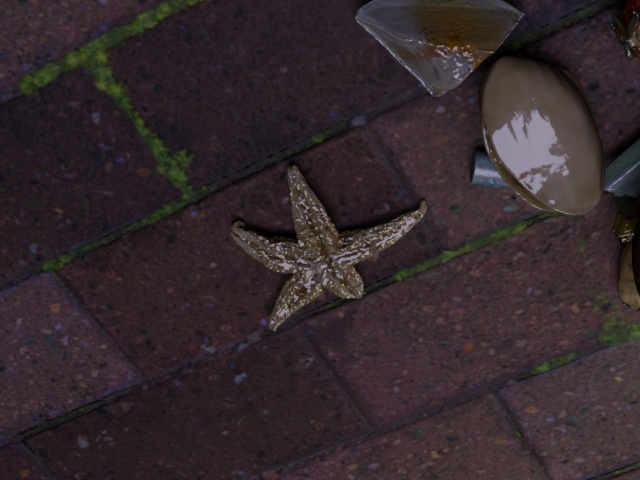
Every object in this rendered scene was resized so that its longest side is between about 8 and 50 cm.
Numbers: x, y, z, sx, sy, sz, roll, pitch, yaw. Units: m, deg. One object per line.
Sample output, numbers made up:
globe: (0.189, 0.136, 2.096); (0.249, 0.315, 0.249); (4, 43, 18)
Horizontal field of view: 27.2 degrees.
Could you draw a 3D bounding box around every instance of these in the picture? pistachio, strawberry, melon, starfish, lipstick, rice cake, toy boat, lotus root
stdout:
pistachio: (0.274, -0.132, 1.639); (0.152, 0.126, 0.223); (-44, 110, -18)
strawberry: (0.434, -0.271, 1.558); (0.187, 0.082, 0.146); (-7, 167, 2)
melon: (0.141, -0.229, 1.608); (0.202, 0.093, 0.140); (5, 133, 5)
starfish: (-0.001, 0.003, 1.803); (0.295, 0.048, 0.231); (-34, 117, 22)
lipstick: (0.275, -0.086, 1.727); (0.157, 0.048, 0.048); (7, 125, -2)
rice cake: (0.455, -0.130, 1.684); (0.080, 0.042, 0.221); (19, 128, -44)
toy boat: (0.450, -0.039, 1.736); (0.149, 0.047, 0.049); (-21, 135, -12)
lotus root: (0.442, 0.039, 1.801); (0.072, 0.063, 0.152); (7, 127, 9)

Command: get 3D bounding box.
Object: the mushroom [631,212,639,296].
mushroom: (0.533, -0.020, 1.640); (0.239, 0.345, 0.345); (8, 144, 55)
